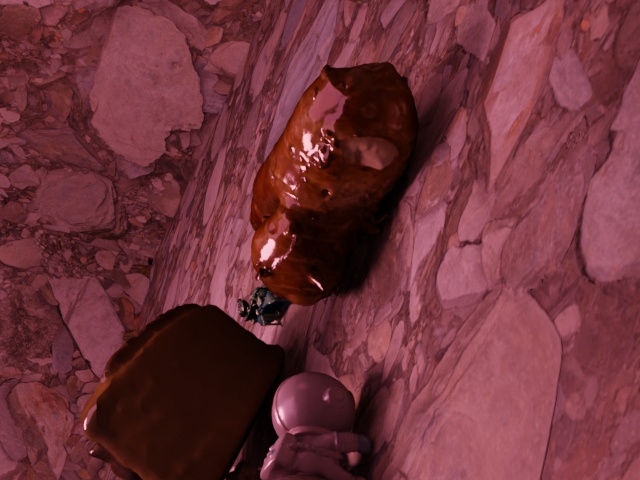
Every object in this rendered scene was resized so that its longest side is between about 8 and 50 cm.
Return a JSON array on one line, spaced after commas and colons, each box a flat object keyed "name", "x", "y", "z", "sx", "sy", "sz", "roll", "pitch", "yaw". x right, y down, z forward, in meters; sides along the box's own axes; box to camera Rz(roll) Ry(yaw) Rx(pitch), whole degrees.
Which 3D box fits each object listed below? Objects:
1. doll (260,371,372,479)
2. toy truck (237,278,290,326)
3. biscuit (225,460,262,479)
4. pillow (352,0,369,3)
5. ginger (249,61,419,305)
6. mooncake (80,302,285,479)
[{"name": "doll", "x": -0.016, "y": 0.274, "z": 1.060, "sx": 0.287, "sy": 0.150, "sz": 0.151, "roll": -84, "pitch": 18, "yaw": -45}, {"name": "toy truck", "x": -0.086, "y": 0.105, "z": 1.612, "sx": 0.154, "sy": 0.080, "sz": 0.078, "roll": -58, "pitch": 43, "yaw": 44}, {"name": "biscuit", "x": -0.145, "y": 0.521, "z": 1.286, "sx": 0.268, "sy": 0.115, "sz": 0.366, "roll": -99, "pitch": 29, "yaw": -60}, {"name": "pillow", "x": 0.125, "y": -0.542, "z": 1.442, "sx": 0.310, "sy": 0.138, "sz": 0.284, "roll": -163, "pitch": 90, "yaw": -78}, {"name": "ginger", "x": 0.012, "y": -0.060, "z": 1.264, "sx": 0.418, "sy": 0.176, "sz": 0.254, "roll": -50, "pitch": 41, "yaw": 46}, {"name": "mooncake", "x": -0.235, "y": 0.295, "z": 1.447, "sx": 0.394, "sy": 0.246, "sz": 0.393, "roll": -59, "pitch": -7, "yaw": 27}]
